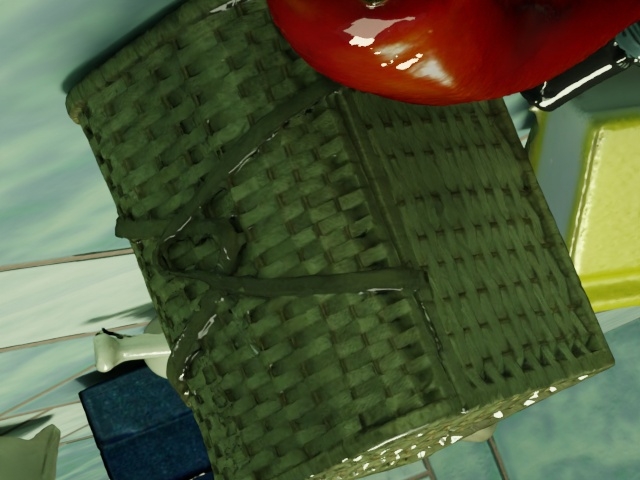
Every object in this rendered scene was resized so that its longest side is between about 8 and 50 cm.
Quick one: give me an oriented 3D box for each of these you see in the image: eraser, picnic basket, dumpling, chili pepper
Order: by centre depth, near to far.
[{"bbox_3d":[0.062,-0.111,0.732,0.137,0.092,0.368,-46,168,23],"label":"chili pepper"},{"bbox_3d":[0.000,0.000,0.821,0.134,0.196,0.154,-28,168,37],"label":"picnic basket"},{"bbox_3d":[0.236,-0.040,1.195,0.226,0.069,0.158,-7,133,-15],"label":"eraser"},{"bbox_3d":[-0.319,0.245,1.717,0.250,0.132,0.162,-33,173,-46],"label":"dumpling"}]

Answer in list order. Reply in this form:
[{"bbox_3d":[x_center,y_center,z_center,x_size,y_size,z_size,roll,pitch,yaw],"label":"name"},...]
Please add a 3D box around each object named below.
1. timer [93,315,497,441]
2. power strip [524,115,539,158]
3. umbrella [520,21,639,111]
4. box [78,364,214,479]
[{"bbox_3d":[-0.016,0.068,1.407,0.266,0.175,0.175,-7,174,13],"label":"timer"},{"bbox_3d":[0.316,-0.115,1.264,0.387,0.066,0.092,-21,173,-2],"label":"power strip"},{"bbox_3d":[0.201,-0.130,0.961,0.250,0.052,0.053,-30,149,35],"label":"umbrella"},{"bbox_3d":[-0.052,0.140,1.729,0.279,0.116,0.261,-20,169,-4],"label":"box"}]
